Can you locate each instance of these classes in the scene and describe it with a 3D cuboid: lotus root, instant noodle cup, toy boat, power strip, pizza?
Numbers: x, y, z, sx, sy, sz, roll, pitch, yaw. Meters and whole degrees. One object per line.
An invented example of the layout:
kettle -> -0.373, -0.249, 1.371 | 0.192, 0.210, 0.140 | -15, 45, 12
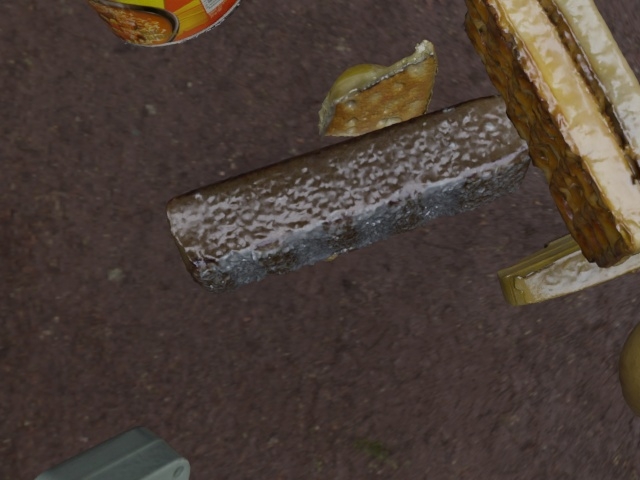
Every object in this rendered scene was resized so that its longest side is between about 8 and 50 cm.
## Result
lotus root -> 0.370, 0.123, 1.071 | 0.125, 0.221, 0.118 | -41, 62, -15
instant noodle cup -> -0.165, -0.295, 0.983 | 0.213, 0.174, 0.213 | -10, 54, 14
toy boat -> 0.439, 0.022, 1.719 | 0.310, 0.115, 0.089 | -23, 110, 6
power strip -> -0.246, 0.344, 1.070 | 0.141, 0.261, 0.230 | 31, 123, 31
pizza -> 0.092, -0.244, 1.630 | 0.204, 0.188, 0.081 | 115, 140, -55

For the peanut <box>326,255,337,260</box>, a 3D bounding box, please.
peanut -> 0.000, 0.000, 1.374 | 0.053, 0.113, 0.054 | -1, 95, -15

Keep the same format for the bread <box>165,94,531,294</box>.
bread -> 0.037, -0.049, 1.226 | 0.416, 0.165, 0.113 | -19, 79, 2

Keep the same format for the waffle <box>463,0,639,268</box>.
waffle -> 0.115, -0.061, 0.482 | 0.042, 0.102, 0.148 | -27, 79, 3
